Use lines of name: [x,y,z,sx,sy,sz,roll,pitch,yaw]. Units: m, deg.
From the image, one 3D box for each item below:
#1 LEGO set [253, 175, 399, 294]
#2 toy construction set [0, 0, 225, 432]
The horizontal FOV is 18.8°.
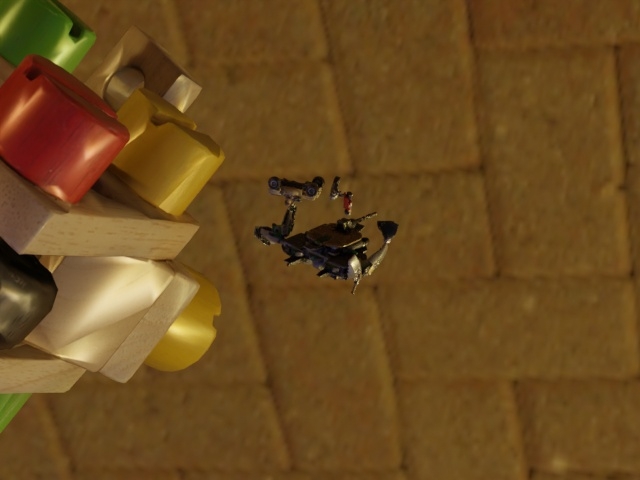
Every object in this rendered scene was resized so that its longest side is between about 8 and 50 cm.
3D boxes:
LEGO set: [0.002,0.000,0.742,0.054,0.083,0.023,8,112,2]
toy construction set: [-0.121,0.014,0.625,0.257,0.309,0.237,13,165,33]
